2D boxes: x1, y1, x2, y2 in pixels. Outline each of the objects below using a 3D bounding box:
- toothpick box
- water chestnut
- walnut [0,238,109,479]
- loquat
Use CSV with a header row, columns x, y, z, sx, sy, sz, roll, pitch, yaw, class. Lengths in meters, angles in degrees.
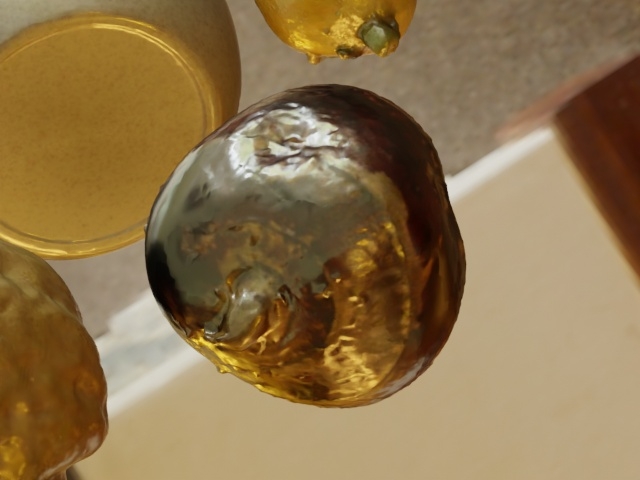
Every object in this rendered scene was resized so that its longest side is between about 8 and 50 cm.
x,y,z,sx,sy,sz,roll,pitch,yaw,class
-0.307,-0.211,2.117,0.425,0.409,0.409,-120,18,-53,toothpick box
0.000,0.000,1.353,0.223,0.238,0.224,3,99,23,water chestnut
-0.337,0.125,1.428,0.306,0.344,0.306,-23,61,50,walnut
0.015,-0.234,1.751,0.172,0.149,0.204,80,165,-56,loquat
